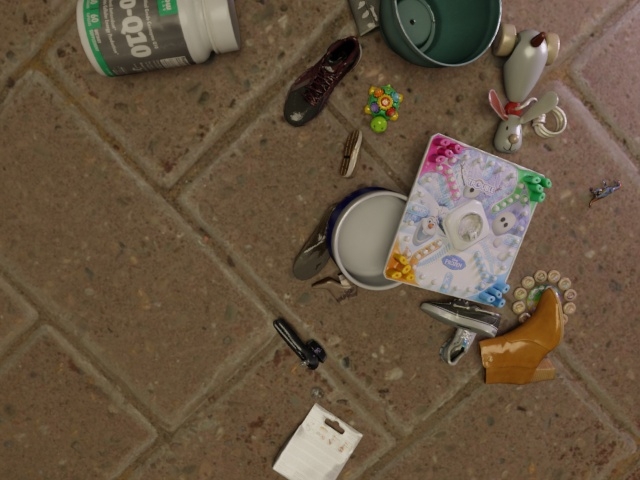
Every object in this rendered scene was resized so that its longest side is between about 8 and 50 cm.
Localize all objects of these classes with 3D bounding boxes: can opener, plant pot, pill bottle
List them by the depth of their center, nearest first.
[{"bbox_3d":[0.261,-0.557,1.387,0.292,0.196,0.294,-2,95,-22],"label":"plant pot"},{"bbox_3d":[-0.395,-0.537,1.414,0.360,0.204,0.205,-9,98,2],"label":"pill bottle"},{"bbox_3d":[-0.068,0.296,1.617,0.186,0.073,0.059,43,135,-2],"label":"can opener"}]

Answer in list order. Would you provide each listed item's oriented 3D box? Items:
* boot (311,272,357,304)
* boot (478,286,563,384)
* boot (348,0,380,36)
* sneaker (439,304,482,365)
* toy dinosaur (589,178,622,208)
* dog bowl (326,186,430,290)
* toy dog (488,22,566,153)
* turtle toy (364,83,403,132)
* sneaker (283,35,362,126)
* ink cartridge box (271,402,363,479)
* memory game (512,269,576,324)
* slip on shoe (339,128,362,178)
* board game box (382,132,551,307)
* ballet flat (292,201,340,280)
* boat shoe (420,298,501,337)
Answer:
[{"bbox_3d":[0.044,0.143,1.595,0.118,0.042,0.087,-20,106,10],"label":"boot"},{"bbox_3d":[0.548,0.273,1.568,0.211,0.104,0.296,-2,108,2],"label":"boot"},{"bbox_3d":[0.077,-0.634,1.470,0.189,0.076,0.209,-18,105,5],"label":"boot"},{"bbox_3d":[0.407,0.272,1.589,0.071,0.083,0.191,26,96,-1],"label":"sneaker"},{"bbox_3d":[0.787,-0.138,1.557,0.082,0.047,0.090,-3,132,-8],"label":"toy dinosaur"},{"bbox_3d":[0.151,-0.008,1.507,0.264,0.104,0.265,-3,105,-12],"label":"dog bowl"},{"bbox_3d":[0.528,-0.401,1.448,0.219,0.161,0.334,-14,98,3],"label":"toy dog"},{"bbox_3d":[0.166,-0.352,1.506,0.095,0.066,0.130,14,98,-1],"label":"turtle toy"},{"bbox_3d":[-0.001,-0.419,1.448,0.106,0.162,0.281,38,97,-5],"label":"sneaker"},{"bbox_3d":[-0.010,0.620,1.671,0.181,0.056,0.225,35,79,-4],"label":"ink cartridge box"},{"bbox_3d":[0.638,0.174,1.607,0.186,0.012,0.186,0,98,0],"label":"memory game"},{"bbox_3d":[0.091,-0.234,1.539,0.041,0.051,0.136,13,91,-41],"label":"slip on shoe"},{"bbox_3d":[0.395,-0.036,1.490,0.389,0.050,0.391,15,99,-23],"label":"board game box"},{"bbox_3d":[0.000,0.000,1.571,0.084,0.058,0.250,25,104,-21],"label":"ballet flat"},{"bbox_3d":[0.386,0.201,1.559,0.219,0.078,0.070,17,72,28],"label":"boat shoe"}]
